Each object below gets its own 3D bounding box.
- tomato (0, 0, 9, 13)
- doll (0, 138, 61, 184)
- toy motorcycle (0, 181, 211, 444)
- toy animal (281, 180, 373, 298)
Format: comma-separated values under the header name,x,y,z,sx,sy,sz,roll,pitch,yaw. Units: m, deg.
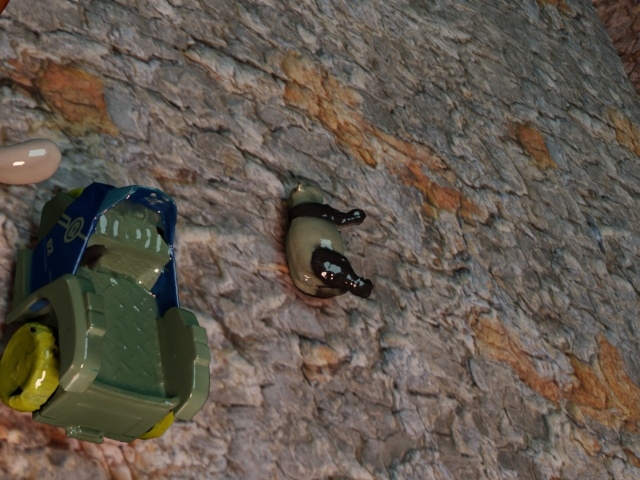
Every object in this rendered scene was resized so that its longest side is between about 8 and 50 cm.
name,x,y,z,sx,sy,sz,roll,pitch,yaw
tomato,-0.474,-0.344,1.428,0.270,0.270,0.222,49,7,-5
doll,-0.420,-0.043,1.305,0.311,0.159,0.242,0,26,-20
toy motorcycle,-0.236,0.050,1.420,0.191,0.200,0.326,21,45,-39
toy animal,0.000,0.000,1.886,0.121,0.094,0.225,21,43,-27
